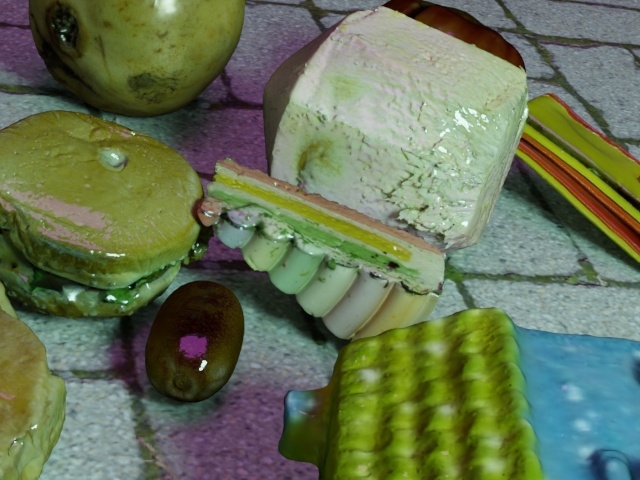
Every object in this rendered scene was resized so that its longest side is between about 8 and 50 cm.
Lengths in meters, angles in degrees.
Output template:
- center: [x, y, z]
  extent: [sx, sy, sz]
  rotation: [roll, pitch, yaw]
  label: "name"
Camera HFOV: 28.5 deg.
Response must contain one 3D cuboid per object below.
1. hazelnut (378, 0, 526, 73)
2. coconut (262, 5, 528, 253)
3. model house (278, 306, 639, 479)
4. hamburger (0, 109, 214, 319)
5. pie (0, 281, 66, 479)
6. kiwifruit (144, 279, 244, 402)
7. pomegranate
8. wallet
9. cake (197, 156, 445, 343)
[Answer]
- center: [0.112, -0.175, 1.402]
  extent: [0.212, 0.181, 0.181]
  rotation: [17, 12, 35]
  label: "hazelnut"
- center: [0.058, -0.103, 1.217]
  extent: [0.245, 0.233, 0.233]
  rotation: [22, 31, 11]
  label: "coconut"
- center: [0.120, 0.178, 0.806]
  extent: [0.303, 0.215, 0.237]
  rotation: [7, 31, -1]
  label: "model house"
- center: [-0.199, -0.012, 1.072]
  extent: [0.215, 0.122, 0.189]
  rotation: [15, 33, -6]
  label: "hamburger"
- center: [-0.336, 0.100, 0.868]
  extent: [0.339, 0.083, 0.339]
  rotation: [12, 29, -7]
  label: "pie"
- center: [-0.100, 0.080, 1.006]
  extent: [0.075, 0.075, 0.124]
  rotation: [11, 33, -4]
  label: "kiwifruit"
- center: [-0.194, -0.263, 1.358]
  extent: [0.260, 0.260, 0.260]
  rotation: [10, 31, -6]
  label: "pomegranate"
- center: [0.312, -0.071, 1.363]
  extent: [0.241, 0.067, 0.141]
  rotation: [41, 30, 11]
  label: "wallet"
- center: [-0.008, 0.017, 1.099]
  extent: [0.225, 0.090, 0.109]
  rotation: [24, 29, -1]
  label: "cake"
